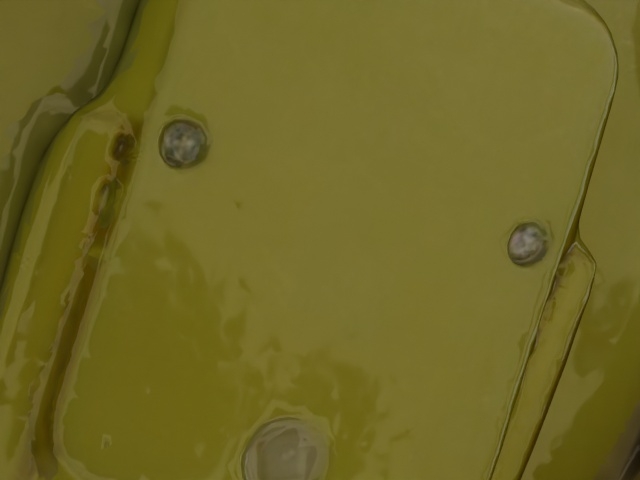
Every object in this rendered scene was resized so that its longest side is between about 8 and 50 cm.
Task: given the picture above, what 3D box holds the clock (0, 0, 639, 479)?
[{"bbox_3d":[-0.002,0.001,0.386,0.277,0.071,0.294,22,-89,-22],"label":"clock"}]
